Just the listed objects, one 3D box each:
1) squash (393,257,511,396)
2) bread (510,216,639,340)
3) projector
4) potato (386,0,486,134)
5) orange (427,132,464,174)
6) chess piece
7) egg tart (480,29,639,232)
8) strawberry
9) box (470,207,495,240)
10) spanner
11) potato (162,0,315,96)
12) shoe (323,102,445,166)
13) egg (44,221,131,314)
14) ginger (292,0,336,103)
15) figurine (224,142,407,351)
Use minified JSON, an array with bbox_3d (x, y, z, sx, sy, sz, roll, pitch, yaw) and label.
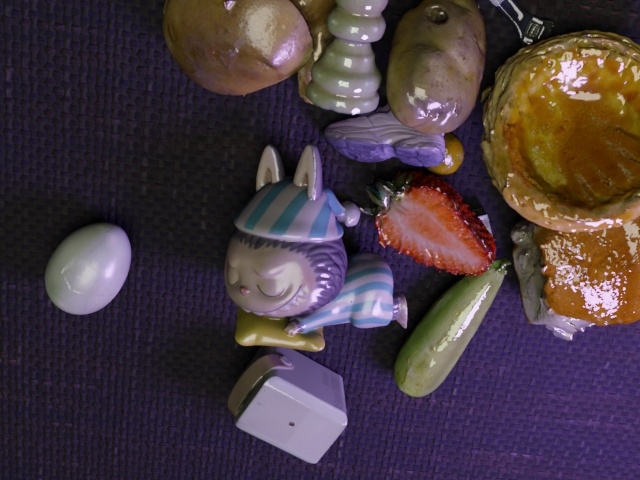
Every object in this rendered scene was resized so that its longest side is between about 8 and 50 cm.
[{"bbox_3d":[0.271,0.176,1.976,0.118,0.118,0.371,26,111,-13],"label":"squash"},{"bbox_3d":[0.517,0.059,1.862,0.250,0.225,0.279,-13,106,-2],"label":"bread"},{"bbox_3d":[-0.073,0.336,2.007,0.242,0.177,0.163,29,109,-16],"label":"projector"},{"bbox_3d":[0.210,-0.324,1.682,0.191,0.141,0.296,32,69,-30],"label":"potato"},{"bbox_3d":[0.238,-0.170,1.824,0.085,0.085,0.095,-40,125,16],"label":"orange"},{"bbox_3d":[0.058,-0.351,1.610,0.133,0.133,0.243,9,118,-6],"label":"chess piece"},{"bbox_3d":[0.476,-0.195,1.730,0.387,0.169,0.388,-1,81,7],"label":"egg tart"},{"bbox_3d":[0.221,-0.043,1.852,0.286,0.106,0.188,34,129,4],"label":"strawberry"},{"bbox_3d":[0.307,-0.026,1.912,0.084,0.060,0.063,-11,107,4],"label":"box"},{"bbox_3d":[0.334,-0.454,1.729,0.087,0.024,0.316,-41,109,15],"label":"spanner"},{"bbox_3d":[-0.167,-0.346,1.634,0.299,0.116,0.239,5,137,28],"label":"potato"},{"bbox_3d":[0.128,-0.221,1.790,0.244,0.138,0.095,7,157,22],"label":"shoe"},{"bbox_3d":[-0.461,0.053,1.875,0.151,0.151,0.209,33,108,-16],"label":"egg"},{"bbox_3d":[-0.012,-0.475,1.669,0.348,0.122,0.363,-42,104,14],"label":"ginger"},{"bbox_3d":[0.000,0.000,1.799,0.361,0.266,0.378,-3,125,-15],"label":"figurine"}]
